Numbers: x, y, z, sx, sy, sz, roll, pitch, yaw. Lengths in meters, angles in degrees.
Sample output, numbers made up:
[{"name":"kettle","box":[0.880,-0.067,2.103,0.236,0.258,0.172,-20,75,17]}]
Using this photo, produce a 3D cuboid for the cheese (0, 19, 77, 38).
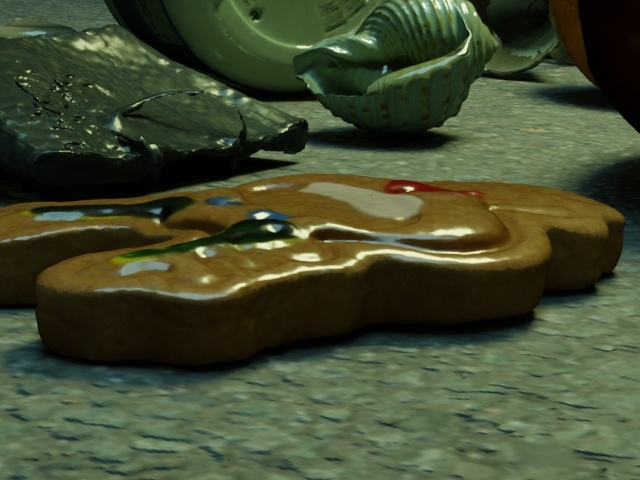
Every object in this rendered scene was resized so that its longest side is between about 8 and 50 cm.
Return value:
[{"name":"cheese","box":[-0.284,-0.190,1.541,0.092,0.048,0.171,0,13,-6]}]

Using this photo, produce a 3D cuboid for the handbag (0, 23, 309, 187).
[{"name":"handbag","box":[-0.141,-0.080,1.016,0.175,0.089,0.270,20,19,31]}]

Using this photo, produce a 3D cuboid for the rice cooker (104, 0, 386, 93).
[{"name":"rice cooker","box":[-0.071,-0.285,1.498,0.288,0.288,0.277,-4,14,-27]}]

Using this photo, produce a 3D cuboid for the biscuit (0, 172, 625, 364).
[{"name":"biscuit","box":[0.000,0.000,0.730,0.333,0.047,0.202,-5,14,-32]}]

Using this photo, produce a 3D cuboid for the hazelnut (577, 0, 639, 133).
[{"name":"hazelnut","box":[0.354,-0.197,1.012,0.359,0.359,0.409,7,17,20]}]

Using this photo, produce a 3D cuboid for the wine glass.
[{"name":"wine glass","box":[0.257,-0.259,1.764,0.156,0.156,0.232,10,9,30]}]

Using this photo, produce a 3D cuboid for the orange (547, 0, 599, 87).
[{"name":"orange","box":[0.342,-0.242,1.514,0.240,0.240,0.240,2,12,-1]}]

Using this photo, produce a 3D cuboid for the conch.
[{"name":"conch","box":[0.068,-0.130,1.215,0.153,0.102,0.135,-31,27,1]}]
